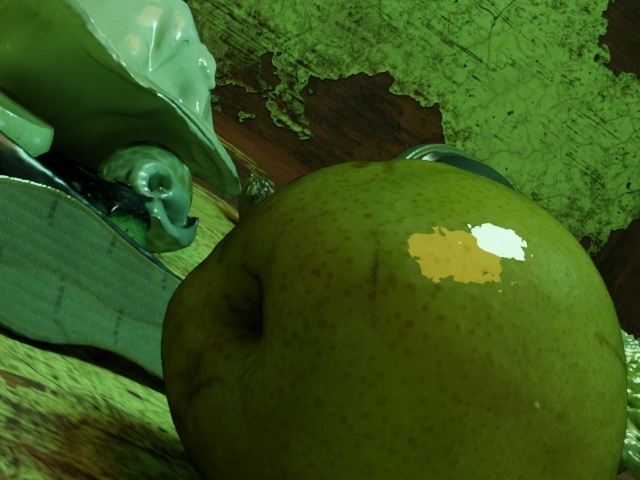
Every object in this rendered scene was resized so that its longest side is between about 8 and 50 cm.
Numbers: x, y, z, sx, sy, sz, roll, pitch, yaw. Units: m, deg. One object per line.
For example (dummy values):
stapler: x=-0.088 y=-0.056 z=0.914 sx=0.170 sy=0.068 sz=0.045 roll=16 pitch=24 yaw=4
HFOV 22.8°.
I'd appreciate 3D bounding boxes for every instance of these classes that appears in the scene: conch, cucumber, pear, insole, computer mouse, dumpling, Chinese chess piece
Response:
conch: x=-0.184 y=-0.042 z=1.640 sx=0.116 sy=0.106 sz=0.173 roll=40 pitch=18 yaw=-30
cucumber: x=-0.216 y=-0.028 z=1.474 sx=0.115 sy=0.085 sz=0.193 roll=28 pitch=3 yaw=-38
pear: x=0.049 y=0.091 z=1.048 sx=0.314 sy=0.314 sz=0.314 roll=35 pitch=6 yaw=-5
insole: x=-0.157 y=0.044 z=1.178 sx=0.009 sy=0.119 sz=0.348 roll=-11 pitch=-32 yaw=38
computer mouse: x=-0.214 y=-0.004 z=1.243 sx=0.270 sy=0.086 sz=0.137 roll=41 pitch=-4 yaw=-39
dumpling: x=-0.217 y=-0.161 z=1.745 sx=0.395 sy=0.233 sz=0.315 roll=50 pitch=-7 yaw=-39
Chinese chess piece: x=-0.340 y=-0.124 z=1.605 sx=0.144 sy=0.058 sz=0.144 roll=33 pitch=5 yaw=-3

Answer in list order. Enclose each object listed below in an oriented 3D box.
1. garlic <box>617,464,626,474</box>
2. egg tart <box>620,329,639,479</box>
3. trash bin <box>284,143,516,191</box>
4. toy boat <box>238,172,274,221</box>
garlic: x=0.250 y=0.200 z=1.925 sx=0.325 sy=0.132 sz=0.279 roll=35 pitch=7 yaw=17
egg tart: x=0.299 y=0.158 z=1.513 sx=0.232 sy=0.098 sz=0.252 roll=43 pitch=9 yaw=-34
trash bin: x=0.100 y=-0.004 z=1.840 sx=0.214 sy=0.214 sz=0.334 roll=31 pitch=-18 yaw=-34
toy boat: x=0.000 y=0.000 z=2.161 sx=0.321 sy=0.121 sz=0.089 roll=40 pitch=14 yaw=36
